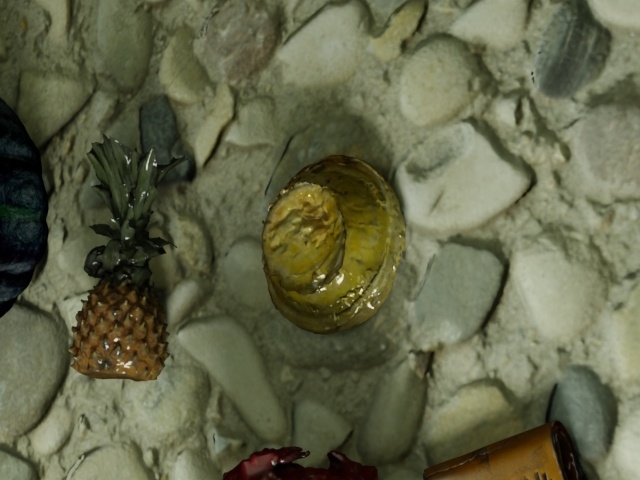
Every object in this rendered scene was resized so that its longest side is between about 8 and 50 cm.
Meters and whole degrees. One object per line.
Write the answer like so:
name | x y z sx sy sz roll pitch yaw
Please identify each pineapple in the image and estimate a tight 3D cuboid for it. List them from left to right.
pineapple | -0.221 0.020 1.515 0.130 0.119 0.277 141 135 -77

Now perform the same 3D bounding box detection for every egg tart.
egg tart | 0.000 0.000 1.376 0.191 0.074 0.191 -10 73 36

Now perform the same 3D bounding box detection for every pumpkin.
pumpkin | -0.510 -0.038 1.639 0.363 0.266 0.363 -4 83 35

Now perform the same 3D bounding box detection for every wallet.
wallet | 0.182 0.277 1.204 0.161 0.042 0.195 -27 66 30

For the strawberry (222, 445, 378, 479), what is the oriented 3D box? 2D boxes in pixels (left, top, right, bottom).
strawberry | -0.021 0.331 1.247 0.274 0.220 0.274 1 75 -3
